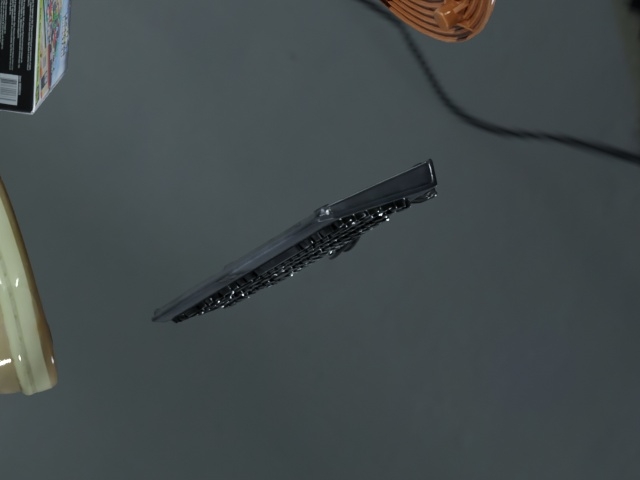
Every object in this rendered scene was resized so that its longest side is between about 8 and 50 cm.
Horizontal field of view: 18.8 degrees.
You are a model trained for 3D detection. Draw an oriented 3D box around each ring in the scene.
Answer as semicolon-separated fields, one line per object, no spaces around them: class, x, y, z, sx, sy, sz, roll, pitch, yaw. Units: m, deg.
ring;0.046;-0.326;1.769;0.032;0.336;0.336;-33;129;-17

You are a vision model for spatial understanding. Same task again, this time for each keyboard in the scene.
keyboard;0.000;0.000;1.604;0.202;0.317;0.033;-25;88;-34

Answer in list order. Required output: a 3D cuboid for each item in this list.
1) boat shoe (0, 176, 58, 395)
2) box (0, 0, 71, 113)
boat shoe;-0.204;-0.024;0.865;0.089;0.285;0.104;-24;138;-21
box;-0.223;-0.215;1.514;0.114;0.036;0.207;-72;170;-65
